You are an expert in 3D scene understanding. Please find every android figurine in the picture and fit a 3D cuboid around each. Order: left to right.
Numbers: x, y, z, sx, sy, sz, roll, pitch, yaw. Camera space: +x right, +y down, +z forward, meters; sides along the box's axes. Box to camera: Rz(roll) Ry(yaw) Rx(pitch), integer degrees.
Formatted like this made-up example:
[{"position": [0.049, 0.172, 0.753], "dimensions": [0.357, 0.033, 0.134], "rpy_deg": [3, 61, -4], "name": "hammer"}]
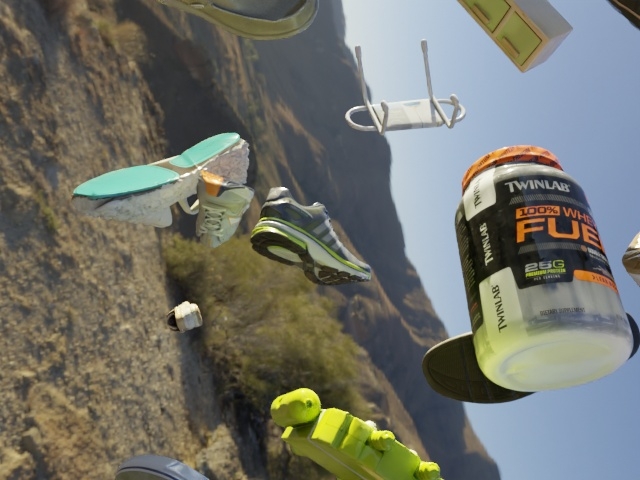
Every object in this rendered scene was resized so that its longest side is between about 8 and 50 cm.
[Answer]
[{"position": [0.051, 0.272, 0.783], "dimensions": [0.056, 0.248, 0.273], "rpy_deg": [-56, -175, -26], "name": "android figurine"}]

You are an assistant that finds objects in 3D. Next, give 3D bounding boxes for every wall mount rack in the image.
[{"position": [0.233, -0.424, 1.747], "dimensions": [0.130, 0.350, 0.304], "rpy_deg": [95, -16, -47], "name": "wall mount rack"}]

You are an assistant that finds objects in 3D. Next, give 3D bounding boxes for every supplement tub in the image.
[{"position": [0.315, 0.034, 0.934], "dimensions": [0.207, 0.207, 0.338], "rpy_deg": [76, 10, -54], "name": "supplement tub"}]

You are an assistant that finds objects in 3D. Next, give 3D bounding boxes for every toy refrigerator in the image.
[{"position": [0.387, -0.492, 1.313], "dimensions": [0.269, 0.094, 0.102], "rpy_deg": [53, -29, 12], "name": "toy refrigerator"}]

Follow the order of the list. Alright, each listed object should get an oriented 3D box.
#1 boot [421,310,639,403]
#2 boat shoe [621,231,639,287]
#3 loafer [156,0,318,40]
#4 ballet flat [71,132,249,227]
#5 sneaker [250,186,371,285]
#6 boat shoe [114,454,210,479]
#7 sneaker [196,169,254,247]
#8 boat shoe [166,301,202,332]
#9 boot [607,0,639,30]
[{"position": [0.402, 0.187, 1.220], "dimensions": [0.138, 0.377, 0.284], "rpy_deg": [68, 20, 0], "name": "boot"}, {"position": [0.598, 0.000, 1.047], "dimensions": [0.098, 0.277, 0.096], "rpy_deg": [0, -56, 57], "name": "boat shoe"}, {"position": [-0.134, -0.347, 0.837], "dimensions": [0.092, 0.268, 0.102], "rpy_deg": [116, -14, -79], "name": "loafer"}, {"position": [-0.293, -0.102, 1.266], "dimensions": [0.147, 0.409, 0.147], "rpy_deg": [24, -52, 35], "name": "ballet flat"}, {"position": [0.000, 0.000, 1.150], "dimensions": [0.300, 0.111, 0.121], "rpy_deg": [33, 57, -46], "name": "sneaker"}, {"position": [-0.200, 0.406, 0.919], "dimensions": [0.094, 0.302, 0.109], "rpy_deg": [-37, 131, -54], "name": "boat shoe"}, {"position": [-0.183, -0.046, 1.138], "dimensions": [0.262, 0.099, 0.121], "rpy_deg": [106, 5, -84], "name": "sneaker"}, {"position": [-0.298, 0.165, 1.322], "dimensions": [0.170, 0.059, 0.063], "rpy_deg": [-25, -99, 65], "name": "boat shoe"}, {"position": [0.859, -0.674, 1.685], "dimensions": [0.077, 0.137, 0.198], "rpy_deg": [0, 50, -53], "name": "boot"}]
